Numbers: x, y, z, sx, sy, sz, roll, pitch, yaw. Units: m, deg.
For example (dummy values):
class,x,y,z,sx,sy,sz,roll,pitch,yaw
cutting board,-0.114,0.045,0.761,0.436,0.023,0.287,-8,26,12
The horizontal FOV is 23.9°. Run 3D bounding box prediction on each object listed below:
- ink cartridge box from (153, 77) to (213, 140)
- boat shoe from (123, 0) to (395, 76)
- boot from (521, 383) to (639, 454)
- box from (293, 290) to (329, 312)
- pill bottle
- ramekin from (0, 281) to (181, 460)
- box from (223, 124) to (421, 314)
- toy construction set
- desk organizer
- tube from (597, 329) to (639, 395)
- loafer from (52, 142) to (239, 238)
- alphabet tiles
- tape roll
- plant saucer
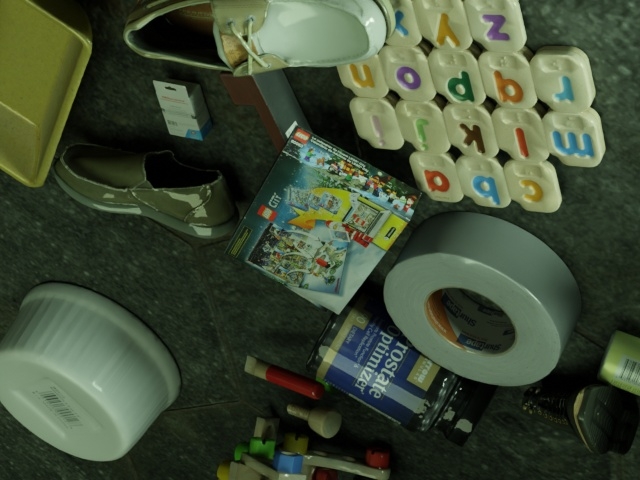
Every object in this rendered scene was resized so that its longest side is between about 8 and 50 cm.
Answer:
class,x,y,z,sx,sy,sz,roll,pitch,yaw
ink cartridge box,-0.161,-0.160,1.774,0.048,0.028,0.083,13,140,25
boat shoe,-0.068,-0.215,1.559,0.302,0.103,0.113,6,130,35
boot,0.283,0.199,1.776,0.137,0.076,0.198,17,167,28
box,0.000,0.000,1.835,0.114,0.036,0.207,33,144,0
pill bottle,0.103,0.161,1.874,0.219,0.122,0.123,29,144,5
ramekin,-0.361,0.206,2.267,0.277,0.135,0.277,21,143,17
box,-0.002,-0.019,1.734,0.159,0.044,0.233,29,144,-4
toy construction set,-0.061,0.292,2.103,0.237,0.257,0.308,18,123,40
desk organizer,-0.059,-0.149,1.696,0.050,0.047,0.130,5,136,37
tube,0.432,0.171,1.697,0.240,0.062,0.070,21,177,10
loafer,-0.214,-0.082,1.870,0.251,0.094,0.087,16,130,15
alphabet tiles,0.151,-0.146,1.562,0.284,0.021,0.278,7,135,31
tape roll,0.186,0.070,1.747,0.219,0.072,0.219,20,142,16
plant saucer,-0.426,-0.254,1.822,0.333,0.081,0.332,34,144,-1
